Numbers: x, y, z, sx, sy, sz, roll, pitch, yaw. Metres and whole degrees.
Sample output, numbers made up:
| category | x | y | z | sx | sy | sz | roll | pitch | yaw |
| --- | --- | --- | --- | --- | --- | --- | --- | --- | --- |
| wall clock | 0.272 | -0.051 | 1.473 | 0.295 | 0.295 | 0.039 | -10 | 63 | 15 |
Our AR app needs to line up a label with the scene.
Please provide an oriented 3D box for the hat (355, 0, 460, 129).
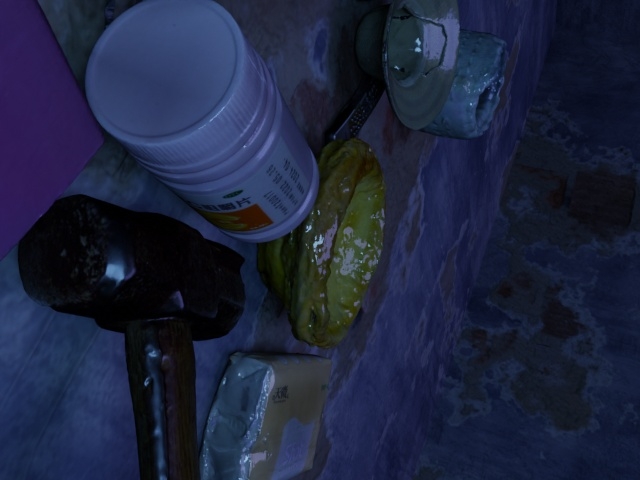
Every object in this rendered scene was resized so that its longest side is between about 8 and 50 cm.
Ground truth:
| category | x | y | z | sx | sy | sz | roll | pitch | yaw |
| --- | --- | --- | --- | --- | --- | --- | --- | --- | --- |
| hat | 0.112 | -0.296 | 0.998 | 0.252 | 0.110 | 0.251 | -24 | 120 | -51 |

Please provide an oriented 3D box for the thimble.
| category | x | y | z | sx | sy | sz | roll | pitch | yaw |
| --- | --- | --- | --- | --- | --- | --- | --- | --- | --- |
| thimble | 0.260 | -0.299 | 1.265 | 0.250 | 0.172 | 0.204 | -32 | 133 | -62 |

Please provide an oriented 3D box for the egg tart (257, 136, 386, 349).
| category | x | y | z | sx | sy | sz | roll | pitch | yaw |
| --- | --- | --- | --- | --- | --- | --- | --- | --- | --- |
| egg tart | 0.000 | 0.000 | 0.891 | 0.294 | 0.123 | 0.293 | 13 | 90 | -72 |

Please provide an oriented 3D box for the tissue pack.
| category | x | y | z | sx | sy | sz | roll | pitch | yaw |
| --- | --- | --- | --- | --- | --- | --- | --- | --- | --- |
| tissue pack | -0.068 | 0.244 | 0.901 | 0.222 | 0.090 | 0.186 | 24 | 78 | -68 |

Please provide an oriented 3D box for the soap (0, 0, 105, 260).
| category | x | y | z | sx | sy | sz | roll | pitch | yaw |
| --- | --- | --- | --- | --- | --- | --- | --- | --- | --- |
| soap | -0.232 | -0.097 | 0.338 | 0.259 | 0.081 | 0.181 | 78 | 33 | -47 |

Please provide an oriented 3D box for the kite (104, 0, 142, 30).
| category | x | y | z | sx | sy | sz | roll | pitch | yaw |
| --- | --- | --- | --- | --- | --- | --- | --- | --- | --- |
| kite | -0.147 | -0.219 | 0.556 | 0.127 | 0.016 | 0.229 | -12 | 113 | -62 |

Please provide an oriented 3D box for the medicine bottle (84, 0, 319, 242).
| category | x | y | z | sx | sy | sz | roll | pitch | yaw |
| --- | --- | --- | --- | --- | --- | --- | --- | --- | --- |
| medicine bottle | -0.087 | -0.091 | 0.582 | 0.249 | 0.133 | 0.133 | 58 | 49 | -71 |

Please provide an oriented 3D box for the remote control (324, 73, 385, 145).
| category | x | y | z | sx | sy | sz | roll | pitch | yaw |
| --- | --- | --- | --- | --- | --- | --- | --- | --- | --- |
| remote control | 0.059 | -0.207 | 1.033 | 0.212 | 0.028 | 0.059 | -59 | 149 | -37 |

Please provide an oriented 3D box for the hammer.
| category | x | y | z | sx | sy | sz | roll | pitch | yaw |
| --- | --- | --- | --- | --- | --- | --- | --- | --- | --- |
| hammer | -0.116 | 0.173 | 0.529 | 0.242 | 0.095 | 0.408 | 41 | 35 | -67 |
